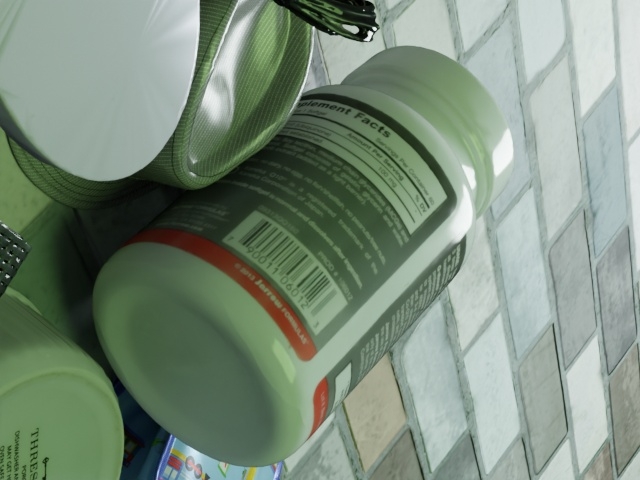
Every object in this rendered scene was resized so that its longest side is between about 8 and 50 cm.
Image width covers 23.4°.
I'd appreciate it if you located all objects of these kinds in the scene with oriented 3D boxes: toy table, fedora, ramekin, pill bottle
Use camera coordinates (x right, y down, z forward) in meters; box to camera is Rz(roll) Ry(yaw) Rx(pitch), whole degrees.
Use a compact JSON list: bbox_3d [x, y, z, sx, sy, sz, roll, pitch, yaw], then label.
[{"bbox_3d":[-0.198,-0.175,0.968,0.252,0.161,0.274,-36,137,-38],"label":"toy table"},{"bbox_3d":[-0.098,-0.133,1.178,0.275,0.124,0.244,-58,147,-14],"label":"fedora"},{"bbox_3d":[-0.262,0.167,1.126,0.273,0.127,0.273,-33,135,-41],"label":"ramekin"},{"bbox_3d":[0.000,0.000,1.285,0.363,0.210,0.210,-44,142,-37],"label":"pill bottle"}]

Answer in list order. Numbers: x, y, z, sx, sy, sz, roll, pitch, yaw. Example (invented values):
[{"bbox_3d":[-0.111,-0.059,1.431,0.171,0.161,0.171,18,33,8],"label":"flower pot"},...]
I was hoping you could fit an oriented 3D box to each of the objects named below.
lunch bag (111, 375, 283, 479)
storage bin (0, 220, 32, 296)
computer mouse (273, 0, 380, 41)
[{"bbox_3d":[-0.115,0.198,1.383,0.293,0.138,0.221,-60,146,-27],"label":"lunch bag"},{"bbox_3d":[-0.285,-0.013,0.979,0.084,0.122,0.180,-60,148,-10],"label":"storage bin"},{"bbox_3d":[-0.051,-0.272,1.121,0.188,0.072,0.272,22,52,-46],"label":"computer mouse"}]
